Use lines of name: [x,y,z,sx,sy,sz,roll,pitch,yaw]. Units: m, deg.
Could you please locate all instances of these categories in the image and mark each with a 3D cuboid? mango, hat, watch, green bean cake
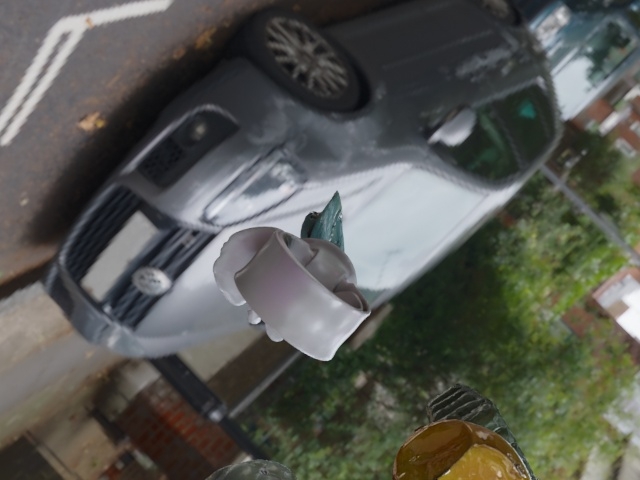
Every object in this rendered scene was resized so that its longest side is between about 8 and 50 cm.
mango: [0.229,0.382,1.455,0.187,0.257,0.138,-30,-150,12]
hat: [0.000,0.000,1.798,0.138,0.077,0.191,-51,141,-63]
watch: [-0.057,0.083,1.547,0.196,0.244,0.231,-49,-173,11]
green bean cake: [0.292,0.384,1.778,0.124,0.223,0.227,-32,-174,0]

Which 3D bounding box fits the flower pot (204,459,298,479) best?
flower pot: [-0.126,0.521,1.789,0.246,0.195,0.246,-10,145,-7]
